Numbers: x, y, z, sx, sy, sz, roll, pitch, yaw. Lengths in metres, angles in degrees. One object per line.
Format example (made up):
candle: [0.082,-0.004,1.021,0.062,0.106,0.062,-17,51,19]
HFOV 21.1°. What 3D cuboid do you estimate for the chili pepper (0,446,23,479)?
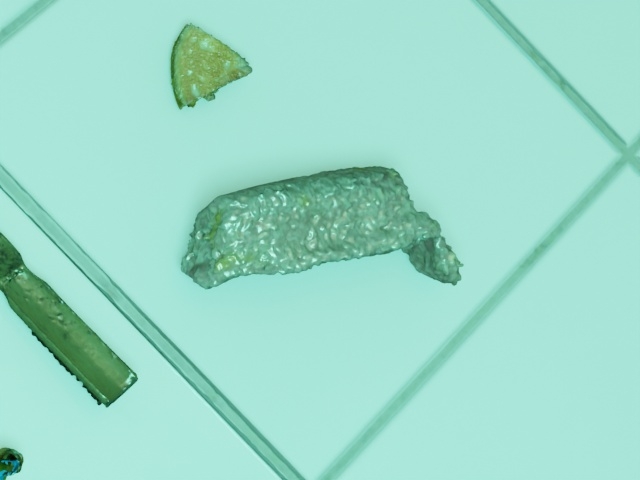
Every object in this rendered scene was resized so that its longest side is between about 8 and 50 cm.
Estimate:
chili pepper: [-0.212,0.358,1.399,0.110,0.110,0.388,-22,86,-23]

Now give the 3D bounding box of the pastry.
pastry: [0.002,-0.013,1.577,0.265,0.103,0.112,0,92,-25]

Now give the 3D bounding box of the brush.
brush: [-0.260,0.049,1.509,0.248,0.036,0.043,45,61,5]

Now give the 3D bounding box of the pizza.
pizza: [-0.105,-0.159,1.625,0.078,0.025,0.083,8,79,-12]
